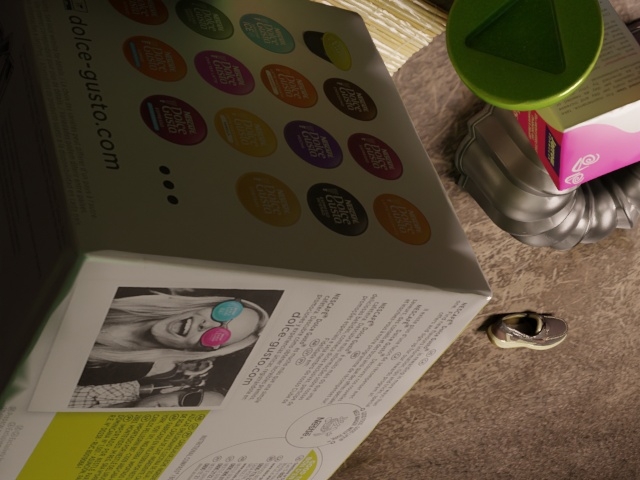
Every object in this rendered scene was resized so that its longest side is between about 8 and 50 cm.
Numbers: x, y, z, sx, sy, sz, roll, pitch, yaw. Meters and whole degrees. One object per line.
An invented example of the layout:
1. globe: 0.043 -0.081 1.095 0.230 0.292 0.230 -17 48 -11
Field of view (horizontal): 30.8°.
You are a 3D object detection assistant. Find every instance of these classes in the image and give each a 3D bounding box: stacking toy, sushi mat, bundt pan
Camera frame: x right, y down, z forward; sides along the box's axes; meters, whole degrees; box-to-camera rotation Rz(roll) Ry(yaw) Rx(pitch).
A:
1. stacking toy: 0.243 -0.237 1.031 0.279 0.309 0.130 -13 166 9
2. sushi mat: -0.019 -0.217 1.112 0.151 0.019 0.316 -41 145 27
3. bundt pan: 0.337 -0.105 1.421 0.330 0.124 0.331 -17 148 -11

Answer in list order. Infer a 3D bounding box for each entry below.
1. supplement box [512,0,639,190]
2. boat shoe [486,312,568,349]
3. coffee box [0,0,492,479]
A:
1. supplement box: 0.240 -0.177 1.153 0.113 0.220 0.111 -22 148 -4
2. boat shoe: 0.338 0.142 1.849 0.152 0.056 0.049 -4 148 -29
3. coffee box: -0.127 0.007 0.967 0.334 0.338 0.338 7 135 -32
